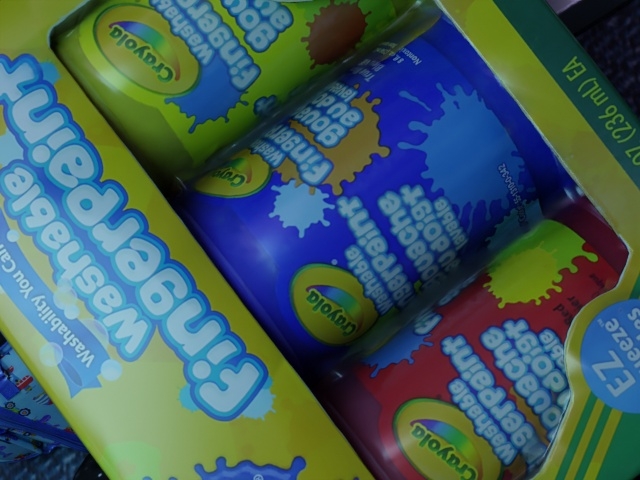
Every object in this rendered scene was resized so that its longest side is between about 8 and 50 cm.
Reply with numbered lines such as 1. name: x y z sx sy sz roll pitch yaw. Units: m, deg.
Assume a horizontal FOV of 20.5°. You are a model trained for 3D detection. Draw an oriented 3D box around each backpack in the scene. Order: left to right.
1. backpack: -0.219 0.099 1.306 0.173 0.158 0.117 -38 51 13

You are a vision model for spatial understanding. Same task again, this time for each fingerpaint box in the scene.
1. fingerpaint box: 0.000 0.000 1.070 0.371 0.163 0.444 -36 85 -6

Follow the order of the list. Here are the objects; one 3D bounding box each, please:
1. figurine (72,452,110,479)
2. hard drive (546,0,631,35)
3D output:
1. figurine: -0.180 0.237 1.223 0.209 0.092 0.215 -43 23 6
2. hard drive: 0.180 -0.311 1.320 0.203 0.040 0.307 -32 60 14
